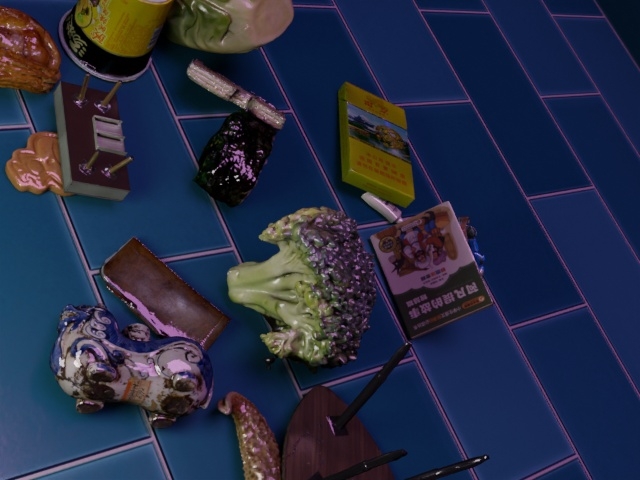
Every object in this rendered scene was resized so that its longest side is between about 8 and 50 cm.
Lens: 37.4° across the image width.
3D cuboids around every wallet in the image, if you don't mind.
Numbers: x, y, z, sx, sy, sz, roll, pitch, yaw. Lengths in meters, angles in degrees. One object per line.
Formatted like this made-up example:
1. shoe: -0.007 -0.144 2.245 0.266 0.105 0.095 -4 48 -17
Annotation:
1. wallet: -0.299 0.111 1.791 0.255 0.031 0.137 42 45 -3

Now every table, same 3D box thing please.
1. table: 0.132 0.378 1.724 0.317 0.249 0.317 33 37 -29
2. table: -0.429 -0.211 1.824 0.121 0.111 0.240 9 54 -37

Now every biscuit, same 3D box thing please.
1. biscuit: -0.498 -0.154 1.836 0.236 0.040 0.144 -23 70 -46
2. biscuit: -0.189 -0.328 2.125 0.250 0.046 0.147 31 9 -15

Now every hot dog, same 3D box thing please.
1. hot dog: -0.620 -0.369 1.838 0.259 0.114 0.175 -2 62 -37

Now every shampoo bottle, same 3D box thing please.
1. shampoo bottle: 0.161 -0.073 2.259 0.141 0.034 0.049 43 37 -4

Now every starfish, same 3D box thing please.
1. starfish: -0.140 0.478 1.616 0.324 0.082 0.432 40 47 -11

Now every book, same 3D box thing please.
1. book: 0.247 0.065 2.124 0.264 0.202 0.027 70 11 22

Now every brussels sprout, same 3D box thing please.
1. brussels sprout: -0.232 -0.563 2.127 0.355 0.289 0.281 31 30 25

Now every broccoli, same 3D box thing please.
1. broccoli: -0.043 0.100 1.831 0.348 0.281 0.293 63 37 -45

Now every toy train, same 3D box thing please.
1. toy train: 0.323 0.024 2.220 0.072 0.099 0.188 -55 134 -42

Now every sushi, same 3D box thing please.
1. sushi: -0.182 -0.182 2.019 0.127 0.124 0.225 34 47 -14

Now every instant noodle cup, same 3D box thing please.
1. instant noodle cup: -0.411 -0.481 1.988 0.215 0.236 0.215 19 53 -26

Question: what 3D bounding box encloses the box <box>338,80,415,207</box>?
1. box: 0.134 -0.240 2.326 0.187 0.047 0.335 21 42 -22

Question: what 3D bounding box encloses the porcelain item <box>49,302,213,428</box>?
1. porcelain item: -0.326 0.210 1.644 0.288 0.138 0.186 13 36 -24
